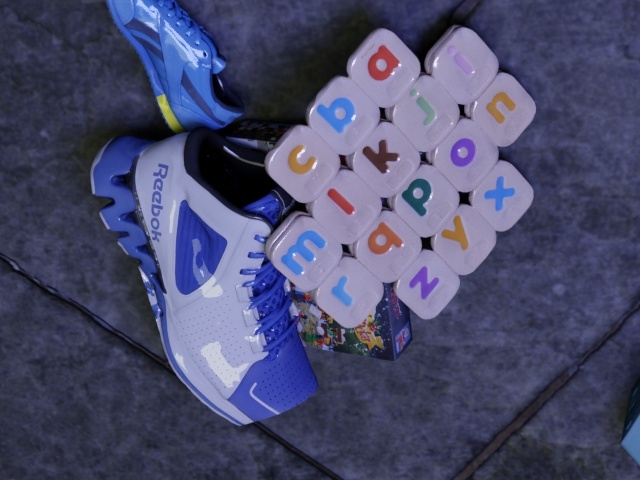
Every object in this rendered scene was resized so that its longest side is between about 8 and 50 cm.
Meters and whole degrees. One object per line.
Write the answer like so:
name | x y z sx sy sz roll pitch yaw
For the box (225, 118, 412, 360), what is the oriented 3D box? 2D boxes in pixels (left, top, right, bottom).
box | 0.000 0.000 1.752 0.159 0.044 0.233 8 122 28

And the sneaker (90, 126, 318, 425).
sneaker | -0.077 0.022 1.698 0.182 0.127 0.315 -19 106 39

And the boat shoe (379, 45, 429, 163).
boat shoe | 0.083 -0.085 1.713 0.075 0.065 0.206 -9 117 12

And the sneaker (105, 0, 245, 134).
sneaker | -0.136 -0.195 1.677 0.082 0.069 0.209 -13 121 23

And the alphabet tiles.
alphabet tiles | 0.077 -0.058 1.662 0.284 0.021 0.278 -50 129 -2

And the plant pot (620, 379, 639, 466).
plant pot | 0.430 0.194 1.770 0.234 0.165 0.165 28 118 1
